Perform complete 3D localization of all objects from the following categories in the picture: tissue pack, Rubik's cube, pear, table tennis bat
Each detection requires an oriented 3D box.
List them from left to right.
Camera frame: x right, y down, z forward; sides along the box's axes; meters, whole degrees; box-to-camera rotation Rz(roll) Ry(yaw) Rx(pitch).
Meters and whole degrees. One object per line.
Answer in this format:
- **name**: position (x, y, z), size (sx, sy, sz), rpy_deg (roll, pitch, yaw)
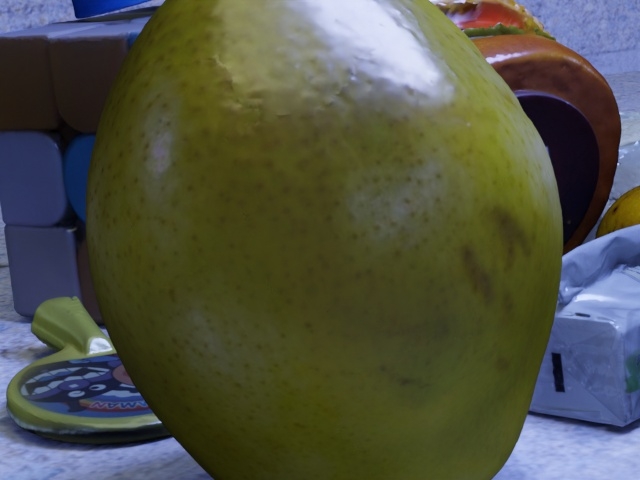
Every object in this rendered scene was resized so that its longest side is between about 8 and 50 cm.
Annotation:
- **table tennis bat**: position (-0.210, 0.121, 1.502), size (0.224, 0.054, 0.368), rpy_deg (-10, 17, -22)
- **Rubik's cube**: position (-0.150, -0.101, 1.810), size (0.346, 0.344, 0.347), rpy_deg (4, 14, 33)
- **pear**: position (0.000, 0.000, 1.125), size (0.362, 0.418, 0.362), rpy_deg (-13, 7, 2)
- **tissue pack**: position (0.270, 0.056, 1.359), size (0.229, 0.145, 0.159), rpy_deg (-16, 16, -41)

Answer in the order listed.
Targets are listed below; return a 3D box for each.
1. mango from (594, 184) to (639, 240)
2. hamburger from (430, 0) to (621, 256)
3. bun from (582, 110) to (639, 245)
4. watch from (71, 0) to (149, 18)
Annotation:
- **mango**: position (0.387, -0.003, 1.607), size (0.236, 0.136, 0.166), rpy_deg (-9, 9, -39)
- **hamburger**: position (0.143, -0.107, 1.646), size (0.330, 0.330, 0.250), rpy_deg (-11, 33, -24)
- **bun**: position (0.341, -0.065, 1.856), size (0.259, 0.152, 0.259), rpy_deg (-12, 12, 3)
- **watch**: position (-0.224, -0.347, 1.845), size (0.200, 0.171, 0.196), rpy_deg (-29, 9, -34)
